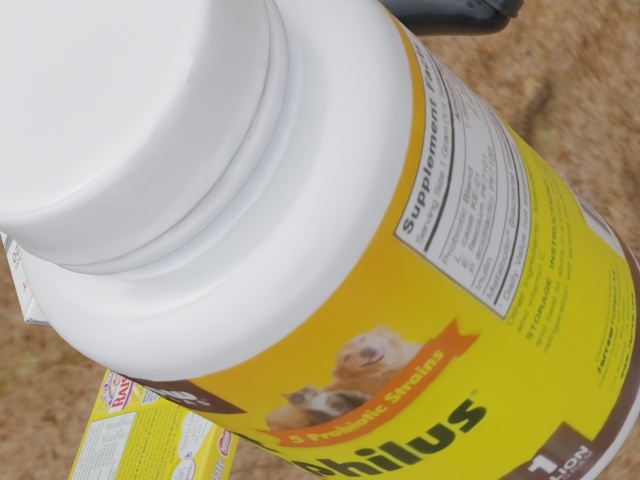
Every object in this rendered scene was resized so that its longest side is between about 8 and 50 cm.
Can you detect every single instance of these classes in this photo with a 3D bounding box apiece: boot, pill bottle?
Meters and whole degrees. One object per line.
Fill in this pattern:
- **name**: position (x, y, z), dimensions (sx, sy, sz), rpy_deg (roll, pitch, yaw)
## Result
- **boot**: position (0.036, -0.157, 1.374), dimensions (0.246, 0.094, 0.207), rpy_deg (29, 98, 37)
- **pill bottle**: position (0.000, 0.000, 0.447), dimensions (0.117, 0.215, 0.117), rpy_deg (-18, 57, 29)

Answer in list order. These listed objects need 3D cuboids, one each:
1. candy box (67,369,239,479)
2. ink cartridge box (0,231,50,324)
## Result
- **candy box**: position (-0.092, 0.119, 0.894), dimensions (0.105, 0.027, 0.206), rpy_deg (-17, 43, 35)
- **ink cartridge box**: position (-0.241, -0.047, 1.544), dimensions (0.159, 0.092, 0.218), rpy_deg (-60, 41, 35)
